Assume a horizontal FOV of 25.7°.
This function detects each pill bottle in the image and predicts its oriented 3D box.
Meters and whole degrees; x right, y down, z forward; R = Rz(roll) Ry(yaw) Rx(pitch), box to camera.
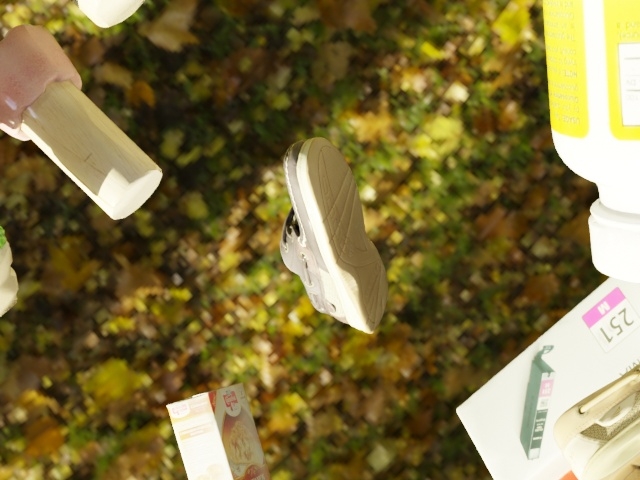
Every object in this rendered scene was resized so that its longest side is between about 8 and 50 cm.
[{"bbox_3d":[0.244,-0.148,0.943,0.188,0.188,0.334,-16,107,-37],"label":"pill bottle"}]

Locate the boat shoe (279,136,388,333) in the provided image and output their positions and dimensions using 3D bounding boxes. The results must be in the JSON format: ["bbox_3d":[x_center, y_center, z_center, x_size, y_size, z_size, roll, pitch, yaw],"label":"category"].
[{"bbox_3d":[0.000,0.000,1.538,0.285,0.092,0.103,66,35,-48],"label":"boat shoe"}]

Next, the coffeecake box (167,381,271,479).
[{"bbox_3d":[-0.133,0.300,1.945,0.068,0.186,0.142,-19,175,16],"label":"coffeecake box"}]

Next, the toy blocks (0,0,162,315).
[{"bbox_3d":[-0.271,-0.081,0.702,0.309,0.260,0.288,-42,168,-21],"label":"toy blocks"}]

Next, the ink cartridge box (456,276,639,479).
[{"bbox_3d":[0.307,0.198,1.511,0.275,0.239,0.060,-44,140,20],"label":"ink cartridge box"}]

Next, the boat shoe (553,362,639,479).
[{"bbox_3d":[0.358,0.103,1.237,0.341,0.110,0.122,-35,136,5],"label":"boat shoe"}]
